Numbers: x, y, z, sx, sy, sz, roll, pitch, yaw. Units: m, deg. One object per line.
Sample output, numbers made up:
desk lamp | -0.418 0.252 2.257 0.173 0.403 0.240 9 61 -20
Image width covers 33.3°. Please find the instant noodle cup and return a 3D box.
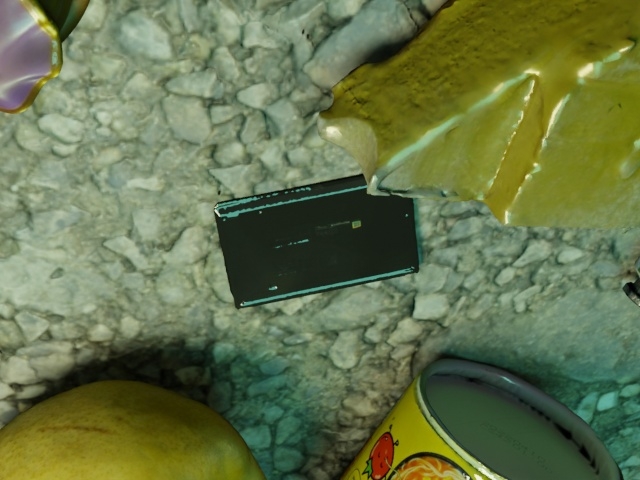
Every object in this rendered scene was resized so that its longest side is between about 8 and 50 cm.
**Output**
instant noodle cup | 0.161 0.303 1.170 0.325 0.325 0.254 16 114 -25

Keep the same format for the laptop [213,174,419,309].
laptop | 0.000 0.000 1.061 0.197 0.016 0.135 -12 129 -4

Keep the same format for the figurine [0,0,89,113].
figurine | -0.220 -0.190 0.692 0.142 0.263 0.189 5 128 -19

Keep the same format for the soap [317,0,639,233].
soap | 0.196 -0.186 0.864 0.304 0.169 0.339 2 128 -29

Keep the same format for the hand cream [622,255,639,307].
hand cream | 0.416 -0.038 1.114 0.091 0.058 0.271 22 115 -32

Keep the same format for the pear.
pear | -0.203 0.288 1.062 0.314 0.314 0.314 -7 129 -9
